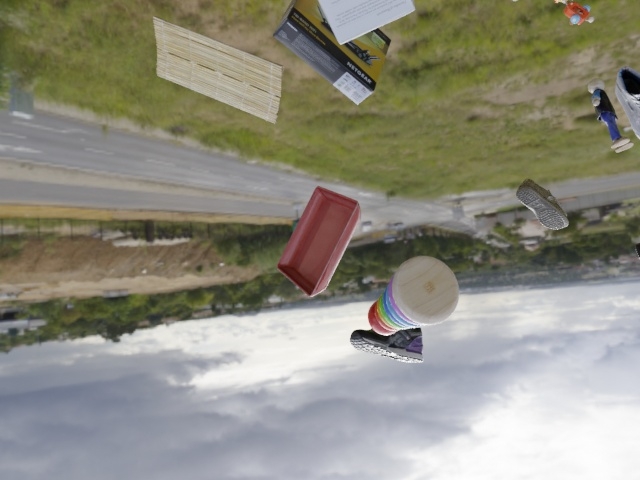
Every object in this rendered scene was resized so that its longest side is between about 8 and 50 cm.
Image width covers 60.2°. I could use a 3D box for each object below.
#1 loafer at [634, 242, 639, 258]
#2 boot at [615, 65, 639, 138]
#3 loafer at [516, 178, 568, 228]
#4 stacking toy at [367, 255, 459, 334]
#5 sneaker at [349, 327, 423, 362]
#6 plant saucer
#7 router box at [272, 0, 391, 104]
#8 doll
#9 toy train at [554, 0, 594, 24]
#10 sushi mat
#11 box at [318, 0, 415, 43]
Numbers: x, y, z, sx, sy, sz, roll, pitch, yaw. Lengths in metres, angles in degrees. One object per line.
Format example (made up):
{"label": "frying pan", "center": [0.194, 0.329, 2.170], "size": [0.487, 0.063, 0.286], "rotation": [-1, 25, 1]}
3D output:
{"label": "loafer", "center": [0.958, 0.084, 1.545], "size": [0.078, 0.220, 0.080], "rotation": [-28, 135, 28]}
{"label": "boot", "center": [0.975, -0.408, 1.678], "size": [0.095, 0.259, 0.123], "rotation": [-31, 153, 21]}
{"label": "loafer", "center": [0.468, -0.078, 1.151], "size": [0.148, 0.050, 0.056], "rotation": [38, 146, -24]}
{"label": "stacking toy", "center": [0.186, 0.145, 1.244], "size": [0.141, 0.141, 0.330], "rotation": [-4, 163, -12]}
{"label": "sneaker", "center": [0.201, 0.284, 1.671], "size": [0.283, 0.124, 0.107], "rotation": [23, 156, -36]}
{"label": "plant saucer", "center": [0.000, 0.000, 1.440], "size": [0.047, 0.259, 0.258], "rotation": [26, -178, -27]}
{"label": "router box", "center": [0.043, -0.571, 1.558], "size": [0.308, 0.243, 0.081], "rotation": [34, 144, -22]}
{"label": "doll", "center": [0.683, -0.303, 1.317], "size": [0.046, 0.189, 0.129], "rotation": [-28, 155, 35]}
{"label": "toy train", "center": [0.600, -0.564, 1.292], "size": [0.166, 0.125, 0.046], "rotation": [-46, 169, -23]}
{"label": "sushi mat", "center": [-0.229, -0.377, 1.231], "size": [0.316, 0.019, 0.152], "rotation": [23, 137, 6]}
{"label": "box", "center": [0.098, -0.547, 1.202], "size": [0.181, 0.181, 0.119], "rotation": [-18, 128, 19]}
